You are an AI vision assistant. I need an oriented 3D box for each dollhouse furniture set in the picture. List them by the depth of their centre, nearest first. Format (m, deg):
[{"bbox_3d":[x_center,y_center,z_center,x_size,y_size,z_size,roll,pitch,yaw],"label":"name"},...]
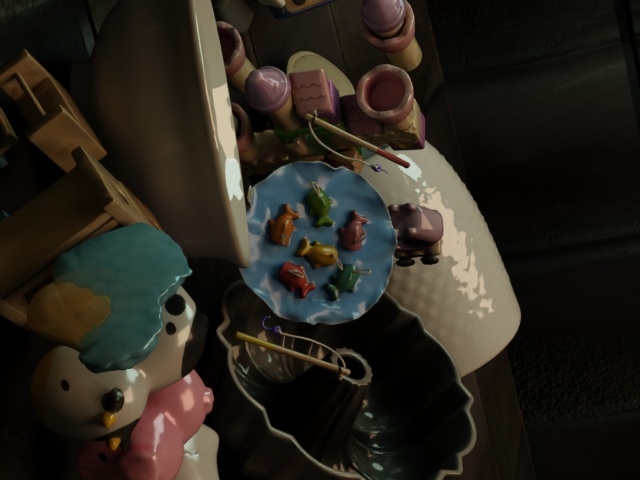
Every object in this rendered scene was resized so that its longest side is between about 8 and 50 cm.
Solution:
[{"bbox_3d":[-0.228,-0.031,1.007,0.184,0.129,0.129,55,2,31],"label":"dollhouse furniture set"}]

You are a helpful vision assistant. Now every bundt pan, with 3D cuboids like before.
[{"bbox_3d":[0.005,0.179,1.370,0.330,0.124,0.331,24,35,-18],"label":"bundt pan"}]

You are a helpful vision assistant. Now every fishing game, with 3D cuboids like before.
[{"bbox_3d":[0.000,0.000,1.306,0.041,0.189,0.264,-16,-129,68],"label":"fishing game"}]

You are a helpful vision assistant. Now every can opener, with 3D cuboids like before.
[{"bbox_3d":[-0.131,-0.332,1.506,0.093,0.074,0.280,-67,154,-4],"label":"can opener"}]

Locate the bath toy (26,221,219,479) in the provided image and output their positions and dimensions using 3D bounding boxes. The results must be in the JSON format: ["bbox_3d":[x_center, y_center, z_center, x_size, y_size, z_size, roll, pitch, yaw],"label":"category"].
[{"bbox_3d":[-0.144,0.149,1.001,0.129,0.151,0.348,50,-21,35],"label":"bath toy"}]

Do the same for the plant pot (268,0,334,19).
[{"bbox_3d":[-0.010,-0.451,1.651,0.212,0.235,0.236,-102,172,-50],"label":"plant pot"}]

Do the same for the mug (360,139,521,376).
[{"bbox_3d":[0.093,0.002,1.806,0.328,0.276,0.374,66,-10,-20],"label":"mug"}]

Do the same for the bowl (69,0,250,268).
[{"bbox_3d":[-0.155,-0.108,1.152,0.298,0.134,0.298,170,-90,-90],"label":"bowl"}]

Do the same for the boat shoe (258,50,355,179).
[{"bbox_3d":[-0.026,-0.179,1.742,0.116,0.097,0.324,33,26,-9],"label":"boat shoe"}]

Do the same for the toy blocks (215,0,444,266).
[{"bbox_3d":[-0.019,-0.136,1.421,0.260,0.288,0.309,42,43,-70],"label":"toy blocks"}]

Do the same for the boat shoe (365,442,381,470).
[{"bbox_3d":[0.016,0.377,1.400,0.119,0.122,0.324,25,51,-22],"label":"boat shoe"}]

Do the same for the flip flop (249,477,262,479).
[{"bbox_3d":[-0.034,0.225,1.492,0.277,0.080,0.112,-5,85,-72],"label":"flip flop"}]
